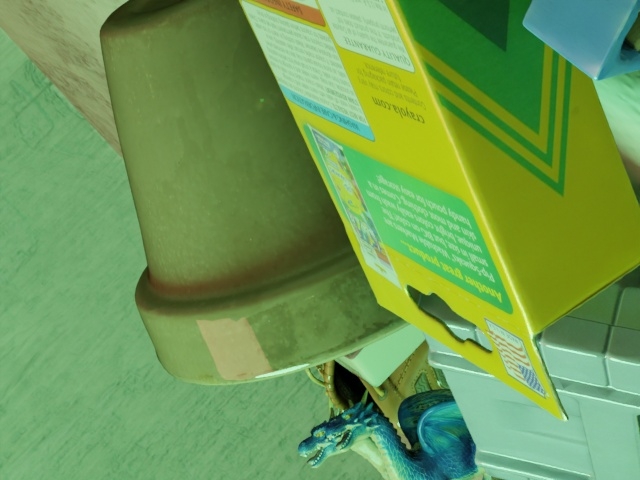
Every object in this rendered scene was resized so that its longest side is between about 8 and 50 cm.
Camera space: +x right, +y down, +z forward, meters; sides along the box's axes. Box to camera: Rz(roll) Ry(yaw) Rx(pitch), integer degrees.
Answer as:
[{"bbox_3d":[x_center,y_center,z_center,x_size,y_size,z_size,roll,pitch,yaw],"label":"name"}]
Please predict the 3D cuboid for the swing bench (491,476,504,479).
[{"bbox_3d":[0.244,0.296,1.515,0.253,0.165,0.254,-62,-41,-83],"label":"swing bench"}]

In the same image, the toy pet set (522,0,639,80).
[{"bbox_3d":[0.144,-0.082,0.718,0.114,0.065,0.122,41,171,24],"label":"toy pet set"}]

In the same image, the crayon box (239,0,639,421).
[{"bbox_3d":[0.046,-0.088,0.881,0.203,0.083,0.323,31,150,59],"label":"crayon box"}]

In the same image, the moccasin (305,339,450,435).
[{"bbox_3d":[0.056,0.150,2.028,0.139,0.147,0.380,48,171,-22],"label":"moccasin"}]

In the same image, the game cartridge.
[{"bbox_3d":[0.197,0.113,1.129,0.230,0.068,0.355,15,162,18],"label":"game cartridge"}]

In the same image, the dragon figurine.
[{"bbox_3d":[0.126,0.184,1.680,0.085,0.289,0.144,-12,95,69],"label":"dragon figurine"}]

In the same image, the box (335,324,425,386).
[{"bbox_3d":[0.000,0.000,1.628,0.148,0.127,0.232,33,165,52],"label":"box"}]

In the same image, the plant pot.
[{"bbox_3d":[-0.033,-0.066,1.160,0.229,0.263,0.263,65,165,-18],"label":"plant pot"}]
